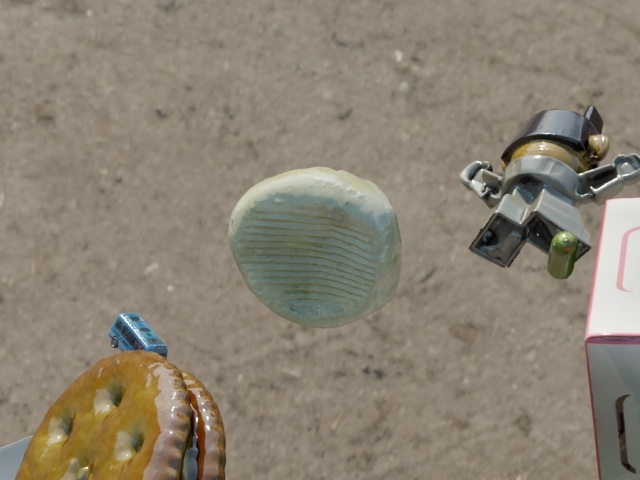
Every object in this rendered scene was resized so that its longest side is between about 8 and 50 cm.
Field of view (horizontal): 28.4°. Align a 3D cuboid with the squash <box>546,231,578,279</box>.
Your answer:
[{"bbox_3d":[0.235,0.012,1.225,0.027,0.083,0.028,-2,68,5],"label":"squash"}]

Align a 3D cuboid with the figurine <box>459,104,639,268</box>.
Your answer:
[{"bbox_3d":[0.352,-0.095,1.942,0.308,0.143,0.309,-5,51,6],"label":"figurine"}]

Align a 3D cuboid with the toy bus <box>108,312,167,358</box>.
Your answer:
[{"bbox_3d":[-0.223,0.127,1.560,0.038,0.046,0.083,6,29,-46],"label":"toy bus"}]

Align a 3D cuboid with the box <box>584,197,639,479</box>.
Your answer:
[{"bbox_3d":[0.510,0.144,1.625,0.300,0.314,0.312,0,36,19],"label":"box"}]

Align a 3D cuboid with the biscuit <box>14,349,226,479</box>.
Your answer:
[{"bbox_3d":[-0.159,0.188,0.951,0.066,0.220,0.221,33,40,-33],"label":"biscuit"}]

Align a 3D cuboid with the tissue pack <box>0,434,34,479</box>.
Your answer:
[{"bbox_3d":[-0.294,0.305,1.582,0.246,0.159,0.136,-22,73,6],"label":"tissue pack"}]

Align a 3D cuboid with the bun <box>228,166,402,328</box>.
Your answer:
[{"bbox_3d":[0.000,0.000,1.608,0.231,0.231,0.133,20,30,2],"label":"bun"}]
